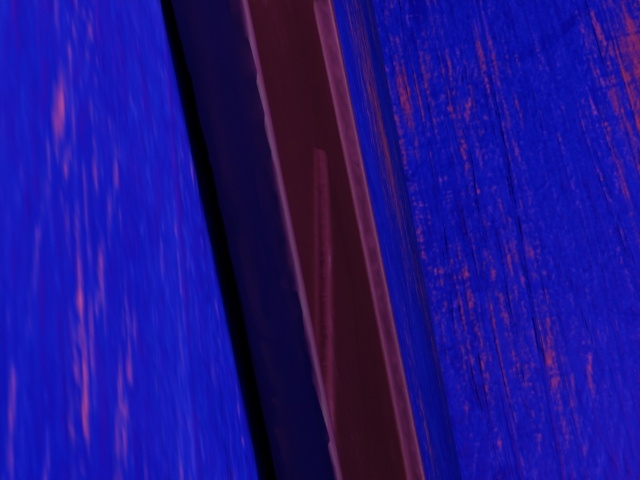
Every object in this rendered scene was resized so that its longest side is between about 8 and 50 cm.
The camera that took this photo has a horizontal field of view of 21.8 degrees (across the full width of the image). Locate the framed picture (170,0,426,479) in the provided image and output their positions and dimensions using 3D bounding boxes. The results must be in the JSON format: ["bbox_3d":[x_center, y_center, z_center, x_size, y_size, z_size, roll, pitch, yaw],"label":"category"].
[{"bbox_3d":[0.000,0.000,0.739,0.446,0.028,0.326,12,67,-84],"label":"framed picture"}]
